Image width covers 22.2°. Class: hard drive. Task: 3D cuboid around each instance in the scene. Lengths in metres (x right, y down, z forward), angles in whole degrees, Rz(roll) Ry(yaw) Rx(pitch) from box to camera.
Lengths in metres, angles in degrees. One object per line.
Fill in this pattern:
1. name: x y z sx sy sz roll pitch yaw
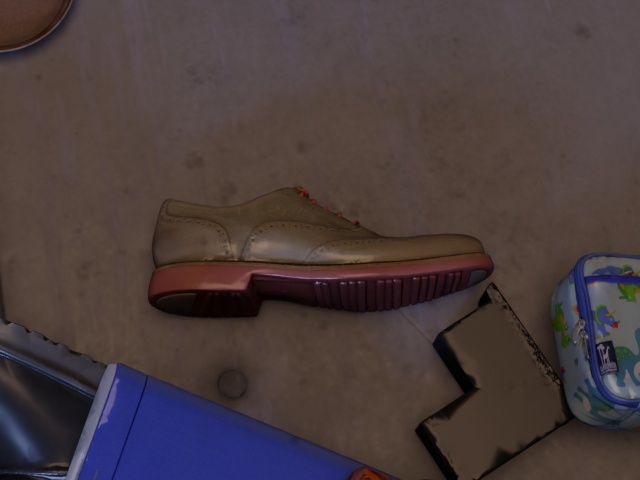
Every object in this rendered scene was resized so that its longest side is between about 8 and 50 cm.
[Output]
1. hard drive: -0.090 0.271 1.533 0.318 0.040 0.210 25 74 -23

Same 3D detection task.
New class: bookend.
1. bookend: 0.149 0.153 1.630 0.157 0.072 0.156 -32 79 -11

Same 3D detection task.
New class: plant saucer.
1. plant saucer: -0.344 -0.276 1.750 0.168 0.029 0.169 1 76 -3

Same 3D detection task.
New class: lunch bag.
1. lunch bag: 0.341 0.099 1.615 0.218 0.090 0.176 6 59 -18

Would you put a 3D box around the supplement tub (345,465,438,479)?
1. supplement tub: 0.149 0.354 1.484 0.338 0.207 0.207 28 75 -5

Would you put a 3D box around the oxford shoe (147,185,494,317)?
1. oxford shoe: 0.000 0.000 1.643 0.348 0.123 0.130 -1 69 -4

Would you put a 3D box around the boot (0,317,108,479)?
1. boot: -0.341 0.301 1.526 0.367 0.146 0.445 23 78 -4
